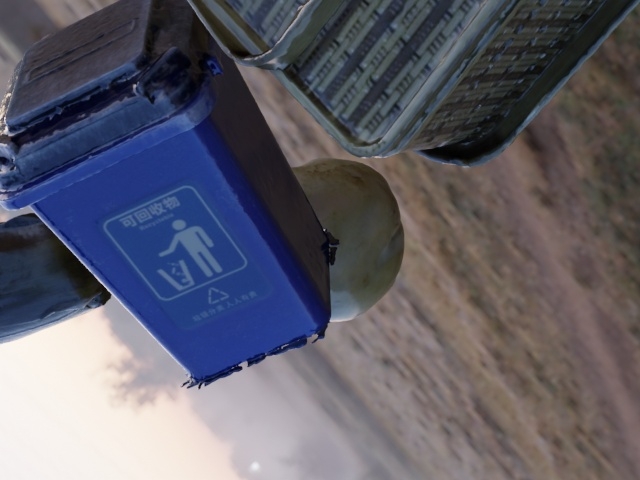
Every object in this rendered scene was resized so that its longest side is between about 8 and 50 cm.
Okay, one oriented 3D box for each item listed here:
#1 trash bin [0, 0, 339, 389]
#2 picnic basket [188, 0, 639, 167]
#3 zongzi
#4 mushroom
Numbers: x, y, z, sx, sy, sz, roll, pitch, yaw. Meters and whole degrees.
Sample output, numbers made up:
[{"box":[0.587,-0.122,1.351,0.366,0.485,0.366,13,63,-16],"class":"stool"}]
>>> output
[{"box":[-0.094,-0.039,0.957,0.234,0.162,0.184,56,-161,-31],"class":"trash bin"},{"box":[0.030,-0.213,0.757,0.313,0.228,0.175,50,-150,18],"class":"picnic basket"},{"box":[-0.407,0.042,1.524,0.300,0.286,0.138,10,-110,-54],"class":"zongzi"},{"box":[0.000,0.000,1.167,0.112,0.148,0.148,32,163,51],"class":"mushroom"}]
